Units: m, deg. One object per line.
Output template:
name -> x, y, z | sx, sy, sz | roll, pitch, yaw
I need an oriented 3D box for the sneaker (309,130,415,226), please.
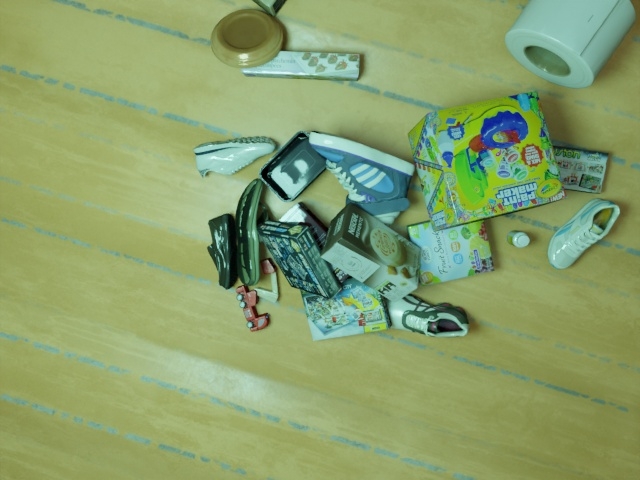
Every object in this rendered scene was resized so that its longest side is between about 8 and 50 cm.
sneaker -> 0.087, -0.137, 1.340 | 0.322, 0.130, 0.236 | 15, 104, -25

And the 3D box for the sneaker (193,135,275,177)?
sneaker -> -0.238, -0.237, 1.421 | 0.235, 0.090, 0.095 | -6, 108, 8

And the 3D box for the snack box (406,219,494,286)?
snack box -> 0.361, 0.020, 1.407 | 0.207, 0.070, 0.175 | -14, 95, 7

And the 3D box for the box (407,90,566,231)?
box -> 0.414, -0.194, 1.281 | 0.290, 0.177, 0.279 | -14, 87, -8

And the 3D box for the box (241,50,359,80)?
box -> -0.053, -0.481, 1.384 | 0.324, 0.067, 0.063 | 4, 96, 3

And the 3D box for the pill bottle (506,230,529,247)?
pill bottle -> 0.547, -0.003, 1.385 | 0.043, 0.083, 0.043 | 0, 96, 4

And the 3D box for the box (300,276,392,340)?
box -> 0.070, 0.187, 1.422 | 0.233, 0.044, 0.159 | -13, 93, 22

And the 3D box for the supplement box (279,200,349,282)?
supplement box -> 0.000, 0.000, 1.399 | 0.073, 0.130, 0.239 | -44, 93, 7

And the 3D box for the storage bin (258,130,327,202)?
storage bin -> -0.069, -0.204, 1.405 | 0.180, 0.084, 0.122 | -44, 92, 8

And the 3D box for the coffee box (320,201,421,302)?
coffee box -> 0.137, 0.033, 1.316 | 0.246, 0.141, 0.098 | 31, 135, -16

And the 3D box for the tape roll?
tape roll -> 0.611, -0.517, 1.247 | 0.246, 0.246, 0.169 | 34, 98, 0

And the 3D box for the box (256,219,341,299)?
box -> -0.058, 0.050, 1.353 | 0.051, 0.175, 0.220 | -45, 123, -27

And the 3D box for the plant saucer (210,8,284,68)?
plant saucer -> -0.199, -0.553, 1.353 | 0.200, 0.037, 0.200 | 0, 67, 1

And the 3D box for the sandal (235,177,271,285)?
sandal -> -0.184, -0.023, 1.425 | 0.086, 0.120, 0.303 | 1, 90, -30

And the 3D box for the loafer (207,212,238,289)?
loafer -> -0.285, 0.033, 1.454 | 0.078, 0.080, 0.220 | -2, 91, 14

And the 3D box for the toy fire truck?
toy fire truck -> -0.173, 0.160, 1.468 | 0.135, 0.047, 0.192 | -19, 94, 6

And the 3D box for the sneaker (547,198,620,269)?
sneaker -> 0.713, -0.017, 1.369 | 0.087, 0.092, 0.229 | 35, 98, -2

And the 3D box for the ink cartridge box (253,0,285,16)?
ink cartridge box -> -0.166, -0.761, 1.349 | 0.234, 0.088, 0.193 | 38, 96, 0

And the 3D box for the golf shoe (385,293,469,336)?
golf shoe -> 0.281, 0.215, 1.410 | 0.272, 0.120, 0.105 | 4, 98, 5

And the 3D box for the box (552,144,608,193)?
box -> 0.670, -0.198, 1.380 | 0.207, 0.036, 0.114 | 9, 97, 3
